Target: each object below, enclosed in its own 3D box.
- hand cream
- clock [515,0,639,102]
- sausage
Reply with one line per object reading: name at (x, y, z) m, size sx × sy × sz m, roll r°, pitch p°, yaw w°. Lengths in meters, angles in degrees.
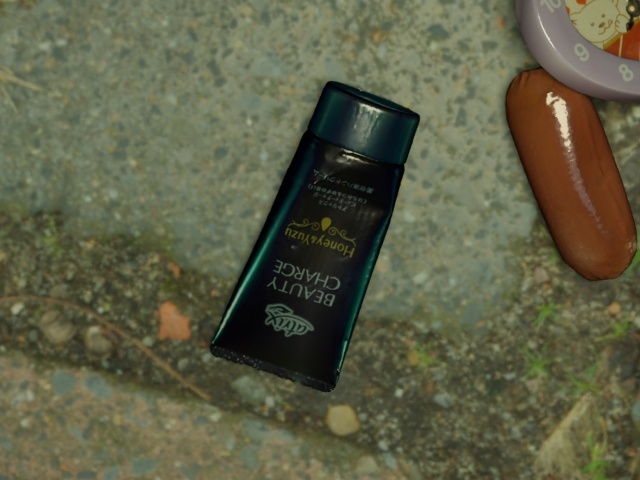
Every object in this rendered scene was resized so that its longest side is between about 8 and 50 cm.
hand cream at (0.000, 0.000, 0.973) m, size 0.120 × 0.061 × 0.270 m, roll 19°, pitch 108°, yaw -6°
clock at (0.254, -0.188, 0.904) m, size 0.198 × 0.064 × 0.172 m, roll -39°, pitch 100°, yaw -15°
sausage at (0.213, -0.055, 0.939) m, size 0.077 × 0.077 × 0.194 m, roll -23°, pitch 100°, yaw 6°
